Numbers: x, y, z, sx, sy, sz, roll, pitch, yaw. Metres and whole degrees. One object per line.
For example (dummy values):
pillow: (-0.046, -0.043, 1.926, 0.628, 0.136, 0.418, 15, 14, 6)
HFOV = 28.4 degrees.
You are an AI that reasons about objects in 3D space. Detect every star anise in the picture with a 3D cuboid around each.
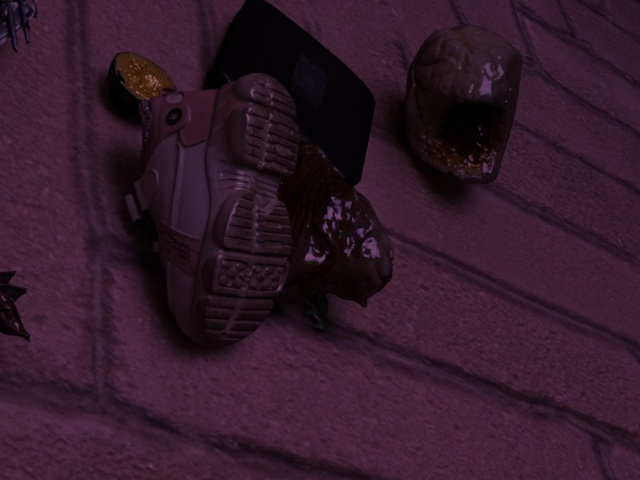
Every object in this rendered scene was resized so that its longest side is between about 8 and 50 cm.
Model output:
star anise: (-0.361, 0.067, 1.356, 0.129, 0.056, 0.124, 34, 35, 5)

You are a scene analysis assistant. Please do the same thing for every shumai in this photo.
shumai: (-0.003, 0.003, 1.770, 0.185, 0.184, 0.218, 43, 16, -45)

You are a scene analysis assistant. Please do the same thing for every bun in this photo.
bun: (0.245, -0.249, 2.256, 0.205, 0.281, 0.281, 16, 31, 12)

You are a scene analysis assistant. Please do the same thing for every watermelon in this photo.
watermelon: (-0.255, -0.211, 1.771, 0.105, 0.062, 0.105, 28, 32, -20)

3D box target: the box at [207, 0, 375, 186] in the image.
box: (-0.040, -0.235, 2.045, 0.290, 0.073, 0.289, 37, 35, -19)

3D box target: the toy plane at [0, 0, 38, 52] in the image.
toy plane: (-0.431, -0.265, 1.603, 0.160, 0.082, 0.234, -6, 56, -22)

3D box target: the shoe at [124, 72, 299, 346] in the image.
shoe: (-0.149, -0.040, 1.629, 0.172, 0.198, 0.351, 31, 66, -58)

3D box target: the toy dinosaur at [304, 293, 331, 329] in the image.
toy dinosaur: (0.005, 0.096, 1.800, 0.083, 0.021, 0.062, -11, 64, -48)
